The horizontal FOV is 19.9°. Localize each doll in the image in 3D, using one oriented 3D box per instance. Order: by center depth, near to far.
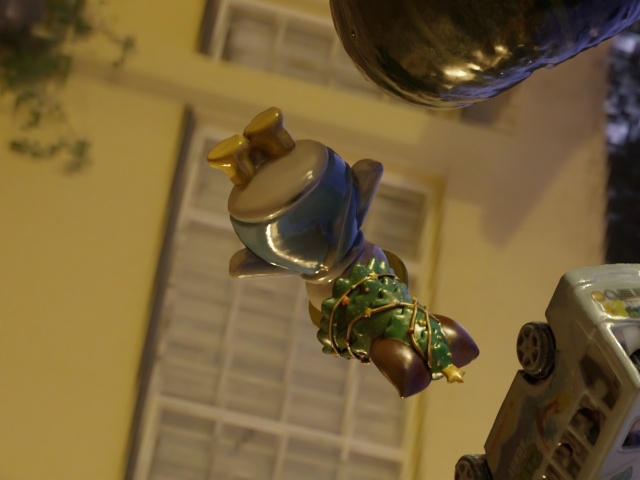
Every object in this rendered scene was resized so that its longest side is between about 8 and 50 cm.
[{"bbox_3d":[0.054,0.055,1.236,0.113,0.078,0.076,17,-57,45],"label":"doll"},{"bbox_3d":[-0.001,0.000,1.515,0.099,0.241,0.135,7,-126,41],"label":"doll"}]

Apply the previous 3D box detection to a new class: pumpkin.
[{"bbox_3d":[0.147,-0.234,1.481,0.207,0.300,0.300,64,-13,-1],"label":"pumpkin"}]

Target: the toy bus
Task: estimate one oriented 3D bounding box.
[{"bbox_3d":[0.209,0.178,1.533,0.136,0.109,0.329,59,-39,43],"label":"toy bus"}]
